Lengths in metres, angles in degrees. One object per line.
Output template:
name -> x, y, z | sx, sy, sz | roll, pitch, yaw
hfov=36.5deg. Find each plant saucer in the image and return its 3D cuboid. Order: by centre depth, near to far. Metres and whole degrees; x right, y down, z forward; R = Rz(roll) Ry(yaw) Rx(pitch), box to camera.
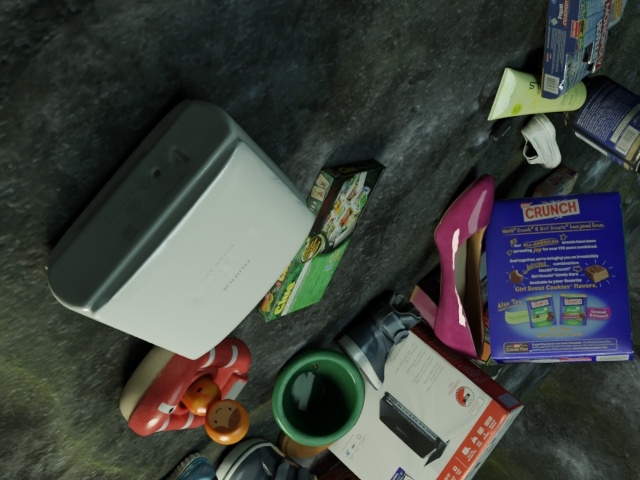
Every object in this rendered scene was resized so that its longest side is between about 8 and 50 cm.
plant saucer -> 0.005, 0.363, 1.921 | 0.200, 0.037, 0.200 | -32, 150, -21

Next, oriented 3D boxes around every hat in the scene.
hat -> -0.028, 0.270, 1.780 | 0.208, 0.183, 0.173 | 39, 81, -25

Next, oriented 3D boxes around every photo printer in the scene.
photo printer -> -0.137, 0.006, 1.105 | 0.256, 0.107, 0.307 | -50, 156, -2

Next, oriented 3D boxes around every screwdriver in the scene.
screwdriver -> 0.356, -0.233, 1.734 | 0.170, 0.024, 0.025 | -43, 126, -21

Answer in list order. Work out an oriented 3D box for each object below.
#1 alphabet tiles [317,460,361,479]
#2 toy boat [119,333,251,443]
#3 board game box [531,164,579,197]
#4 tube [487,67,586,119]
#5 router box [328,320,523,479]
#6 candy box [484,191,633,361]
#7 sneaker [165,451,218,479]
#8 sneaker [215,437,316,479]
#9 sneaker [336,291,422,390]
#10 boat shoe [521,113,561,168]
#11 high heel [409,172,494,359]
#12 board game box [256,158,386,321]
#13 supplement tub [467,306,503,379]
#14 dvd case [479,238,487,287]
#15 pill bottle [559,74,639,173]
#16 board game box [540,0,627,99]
alphabet tiles -> 0.086, 0.549, 2.137 | 0.342, 0.285, 0.011 | -26, 106, -43
toy boat -> -0.158, 0.215, 1.313 | 0.151, 0.151, 0.231 | -55, 156, 10
board game box -> 0.500, -0.056, 2.175 | 0.146, 0.045, 0.194 | -34, 147, -45
tube -> 0.376, -0.253, 1.689 | 0.240, 0.070, 0.062 | -7, 171, -44
router box -> 0.195, 0.370, 1.972 | 0.082, 0.301, 0.336 | -6, 130, -58
candy box -> 0.465, 0.076, 1.902 | 0.122, 0.268, 0.317 | 39, 49, -70
sneaker -> -0.233, 0.422, 1.576 | 0.162, 0.073, 0.063 | -46, 156, -12
sneaker -> -0.086, 0.455, 1.811 | 0.126, 0.127, 0.321 | -56, 156, -4
sneaker -> 0.126, 0.192, 1.860 | 0.163, 0.086, 0.226 | -44, 154, -9
boat shoe -> 0.421, -0.180, 1.877 | 0.063, 0.066, 0.184 | -36, 158, 1
high heel -> 0.298, 0.053, 1.842 | 0.127, 0.181, 0.377 | -31, 150, -37
board game box -> 0.000, 0.000, 1.436 | 0.136, 0.030, 0.260 | -19, 141, -53
supplement tub -> 0.423, 0.257, 2.436 | 0.117, 0.117, 0.190 | -27, 148, -42
dvd case -> 0.345, 0.066, 2.143 | 0.253, 0.022, 0.180 | -46, 155, -10
pill bottle -> 0.534, -0.230, 1.804 | 0.123, 0.219, 0.123 | -40, 154, -23
board game box -> 0.449, -0.356, 1.630 | 0.194, 0.060, 0.194 | -37, 138, -35
